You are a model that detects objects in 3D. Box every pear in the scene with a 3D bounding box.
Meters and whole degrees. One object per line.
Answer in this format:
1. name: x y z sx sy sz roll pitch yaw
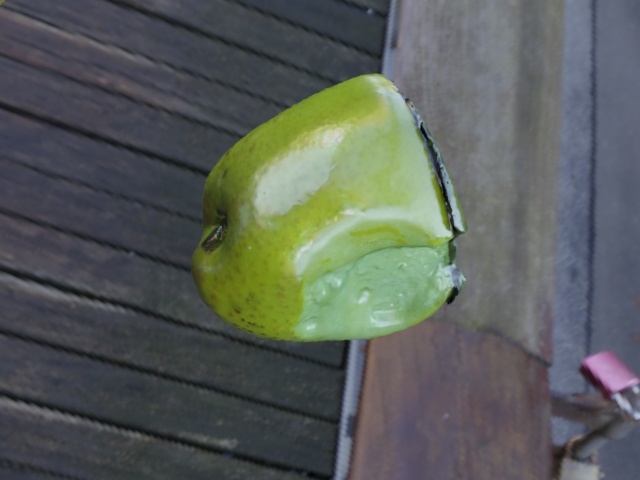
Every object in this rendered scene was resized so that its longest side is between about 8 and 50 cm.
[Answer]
1. pear: 0.000 0.000 1.192 0.292 0.292 0.159 2 43 -25

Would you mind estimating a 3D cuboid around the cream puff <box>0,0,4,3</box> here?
1. cream puff: -0.219 -0.131 0.549 0.146 0.116 0.146 32 29 -21
